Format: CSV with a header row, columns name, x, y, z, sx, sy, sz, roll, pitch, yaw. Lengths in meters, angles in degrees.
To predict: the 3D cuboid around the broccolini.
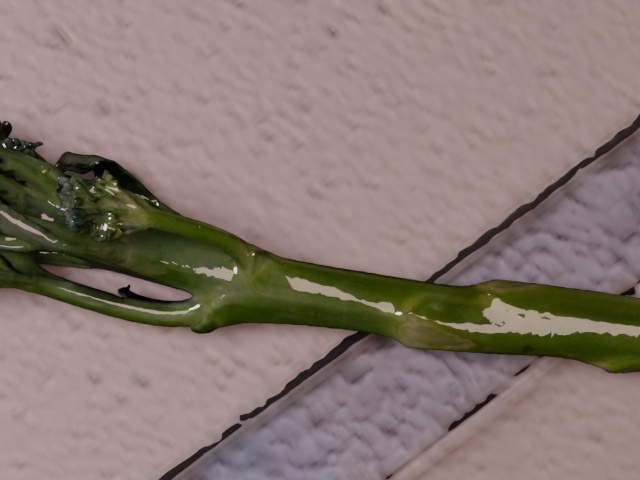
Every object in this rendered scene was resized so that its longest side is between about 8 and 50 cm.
name,x,y,z,sx,sy,sz,roll,pitch,yaw
broccolini,-0.001,0.005,0.793,0.392,0.074,0.079,7,91,-3
